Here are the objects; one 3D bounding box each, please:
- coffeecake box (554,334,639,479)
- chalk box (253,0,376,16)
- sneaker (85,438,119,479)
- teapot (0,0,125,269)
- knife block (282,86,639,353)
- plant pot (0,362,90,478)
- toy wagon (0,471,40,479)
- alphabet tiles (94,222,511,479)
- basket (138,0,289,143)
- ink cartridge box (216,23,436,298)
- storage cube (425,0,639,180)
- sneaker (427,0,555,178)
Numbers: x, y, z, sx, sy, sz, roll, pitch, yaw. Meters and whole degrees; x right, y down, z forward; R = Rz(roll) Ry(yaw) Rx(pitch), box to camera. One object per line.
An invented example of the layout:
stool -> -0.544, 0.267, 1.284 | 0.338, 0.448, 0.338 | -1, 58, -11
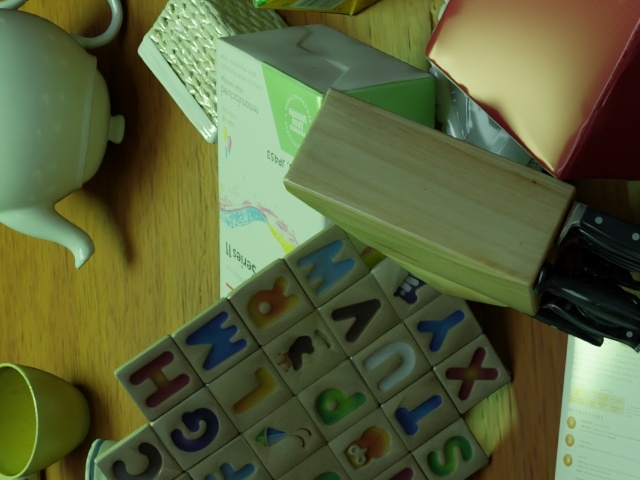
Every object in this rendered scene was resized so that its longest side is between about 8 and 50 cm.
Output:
coffeecake box -> 0.268, 0.149, 1.455 | 0.142, 0.068, 0.186 | 10, 97, 48
chalk box -> 0.004, -0.338, 1.715 | 0.132, 0.132, 0.213 | -23, 74, 47
sneaker -> -0.113, 0.243, 1.757 | 0.182, 0.315, 0.127 | -3, 93, 9
teapot -> -0.315, -0.145, 2.048 | 0.252, 0.187, 0.256 | -97, 15, -50
knife block -> 0.141, -0.012, 1.381 | 0.242, 0.275, 0.088 | 6, 67, 57
plant pot -> -0.328, 0.209, 2.115 | 0.134, 0.095, 0.134 | 0, 90, 49
toy wagon -> -0.469, 0.326, 2.298 | 0.344, 0.068, 0.267 | -12, 80, 49
alphabet tiles -> -0.010, 0.155, 1.568 | 0.285, 0.342, 0.011 | 58, 175, -25
basket -> -0.090, -0.183, 1.835 | 0.167, 0.113, 0.103 | 51, 123, 36
ink cartridge box -> 0.000, 0.000, 1.648 | 0.207, 0.119, 0.353 | 33, 130, 54
storage cube -> 0.233, -0.171, 1.412 | 0.215, 0.183, 0.193 | 49, 125, 37
sneaker -> 0.169, -0.094, 1.575 | 0.115, 0.105, 0.281 | -12, 78, 19
